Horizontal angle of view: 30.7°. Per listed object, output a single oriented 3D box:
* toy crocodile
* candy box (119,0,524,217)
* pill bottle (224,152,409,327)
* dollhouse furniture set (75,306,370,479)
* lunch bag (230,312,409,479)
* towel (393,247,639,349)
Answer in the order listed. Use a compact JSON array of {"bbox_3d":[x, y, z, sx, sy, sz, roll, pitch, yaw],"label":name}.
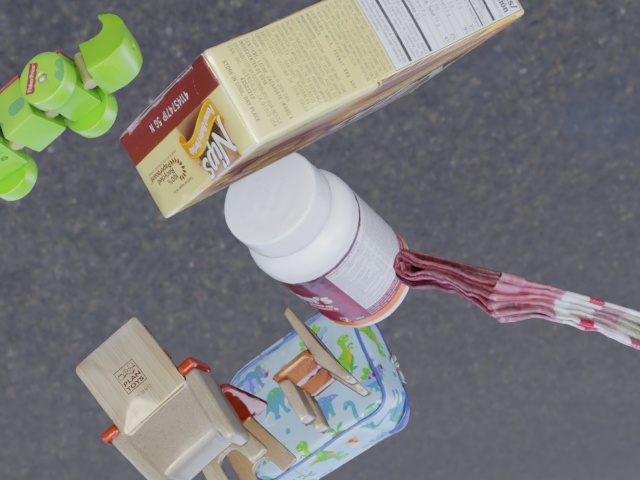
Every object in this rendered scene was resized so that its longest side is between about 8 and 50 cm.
[{"bbox_3d":[-0.360,-0.147,1.412,0.340,0.105,0.115,-35,151,12],"label":"toy crocodile"},{"bbox_3d":[0.004,-0.142,0.994,0.316,0.088,0.183,-31,-179,-34],"label":"candy box"},{"bbox_3d":[0.000,0.000,1.191,0.121,0.121,0.221,-28,146,15],"label":"pill bottle"},{"bbox_3d":[-0.111,0.163,1.075,0.262,0.135,0.259,-41,161,-1],"label":"dollhouse furniture set"},{"bbox_3d":[-0.005,0.194,1.459,0.219,0.176,0.090,-37,146,18],"label":"lunch bag"},{"bbox_3d":[0.247,0.072,1.015,0.328,0.037,0.237,16,-179,-15],"label":"towel"}]
